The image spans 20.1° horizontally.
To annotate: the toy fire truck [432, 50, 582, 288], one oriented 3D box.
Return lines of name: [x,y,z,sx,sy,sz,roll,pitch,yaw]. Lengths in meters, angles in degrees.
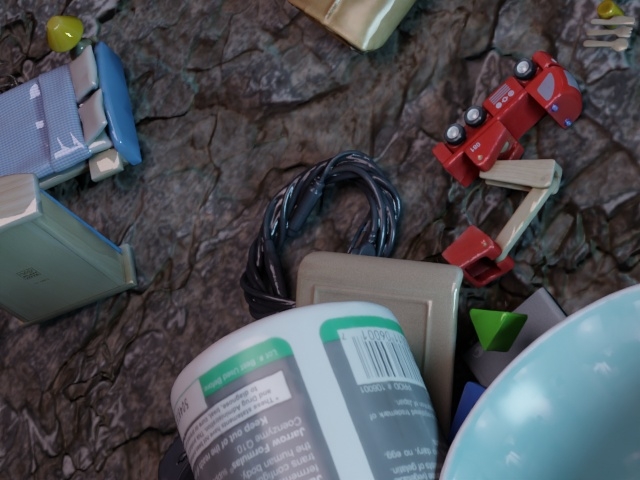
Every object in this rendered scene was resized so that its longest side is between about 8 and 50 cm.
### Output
toy fire truck: [0.171,-0.065,1.614,0.192,0.047,0.135,-43,49,8]

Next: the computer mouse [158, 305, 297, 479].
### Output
computer mouse: [-0.082,0.154,1.632,0.071,0.041,0.242,48,117,35]

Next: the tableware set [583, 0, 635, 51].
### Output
tableware set: [0.314,-0.207,1.608,0.154,0.024,0.104,5,66,38]

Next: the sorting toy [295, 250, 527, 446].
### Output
sorting toy: [0.050,0.112,1.580,0.347,0.047,0.196,6,89,42]

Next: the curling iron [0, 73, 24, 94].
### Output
curling iron: [-0.331,-0.086,1.990,0.068,0.035,0.274,-36,50,14]

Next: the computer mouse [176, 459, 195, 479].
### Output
computer mouse: [-0.067,0.310,1.574,0.188,0.072,0.272,-13,72,27]

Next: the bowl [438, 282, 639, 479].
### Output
bowl: [0.254,0.191,1.307,0.311,0.163,0.312,-31,31,21]

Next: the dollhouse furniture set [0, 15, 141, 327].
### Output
dollhouse furniture set: [-0.355,-0.080,1.858,0.286,0.198,0.303,-21,60,15]

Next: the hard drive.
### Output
hard drive: [0.189,0.116,1.520,0.094,0.022,0.135,-42,49,10]

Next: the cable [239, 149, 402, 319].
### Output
cable: [0.000,0.000,1.709,0.150,0.047,0.185,13,77,44]

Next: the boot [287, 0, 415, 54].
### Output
boot: [0.118,-0.290,1.753,0.269,0.089,0.236,-52,38,1]

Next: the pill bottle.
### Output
pill bottle: [0.027,0.246,1.416,0.204,0.204,0.361,-30,65,19]
